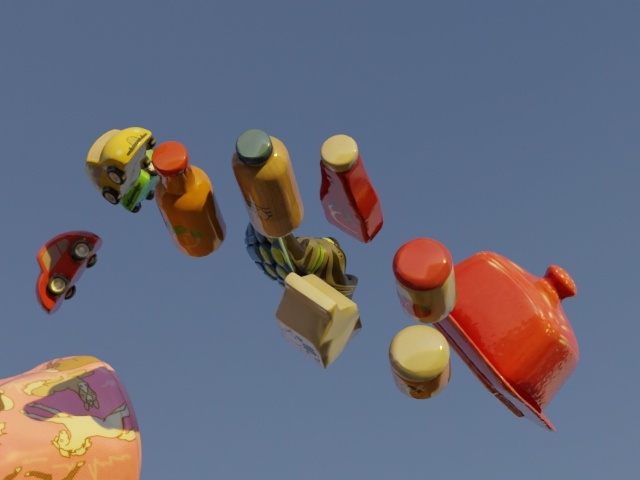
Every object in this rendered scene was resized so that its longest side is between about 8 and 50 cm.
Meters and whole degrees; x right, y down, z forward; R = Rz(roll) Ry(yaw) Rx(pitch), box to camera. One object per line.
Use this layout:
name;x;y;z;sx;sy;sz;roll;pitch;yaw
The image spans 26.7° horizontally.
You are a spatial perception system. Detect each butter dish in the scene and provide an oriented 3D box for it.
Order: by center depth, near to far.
butter dish;0.172;0.069;1.179;0.118;0.160;0.160;-42;-32;5

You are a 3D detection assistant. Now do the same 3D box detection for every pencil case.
pencil case;-0.325;0.171;0.959;0.386;0.160;0.167;-1;-4;-36

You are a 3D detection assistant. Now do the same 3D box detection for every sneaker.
sneaker;-0.019;0.018;1.498;0.078;0.067;0.188;-58;-45;-15

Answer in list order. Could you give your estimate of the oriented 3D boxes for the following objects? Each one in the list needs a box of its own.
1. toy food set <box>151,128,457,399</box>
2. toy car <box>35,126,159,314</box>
toy food set;0.000;0.000;0.889;0.111;0.232;0.104;-46;-26;-17
toy car;-0.222;-0.052;1.447;0.053;0.225;0.239;33;-64;2
